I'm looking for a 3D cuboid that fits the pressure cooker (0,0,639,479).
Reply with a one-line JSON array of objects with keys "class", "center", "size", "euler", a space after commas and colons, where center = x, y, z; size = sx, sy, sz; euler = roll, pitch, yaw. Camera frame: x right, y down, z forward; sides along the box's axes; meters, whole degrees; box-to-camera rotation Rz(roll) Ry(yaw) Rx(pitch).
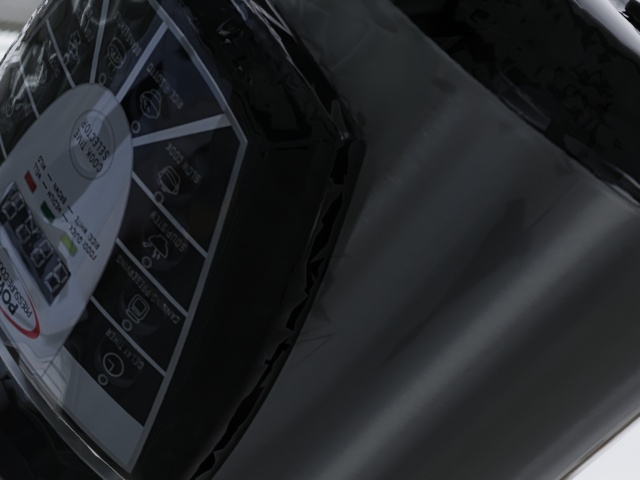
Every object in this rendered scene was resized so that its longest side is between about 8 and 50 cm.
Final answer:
[{"class": "pressure cooker", "center": [0.005, 0.002, 0.576], "size": [0.375, 0.370, 0.420], "euler": [35, -62, -14]}]
